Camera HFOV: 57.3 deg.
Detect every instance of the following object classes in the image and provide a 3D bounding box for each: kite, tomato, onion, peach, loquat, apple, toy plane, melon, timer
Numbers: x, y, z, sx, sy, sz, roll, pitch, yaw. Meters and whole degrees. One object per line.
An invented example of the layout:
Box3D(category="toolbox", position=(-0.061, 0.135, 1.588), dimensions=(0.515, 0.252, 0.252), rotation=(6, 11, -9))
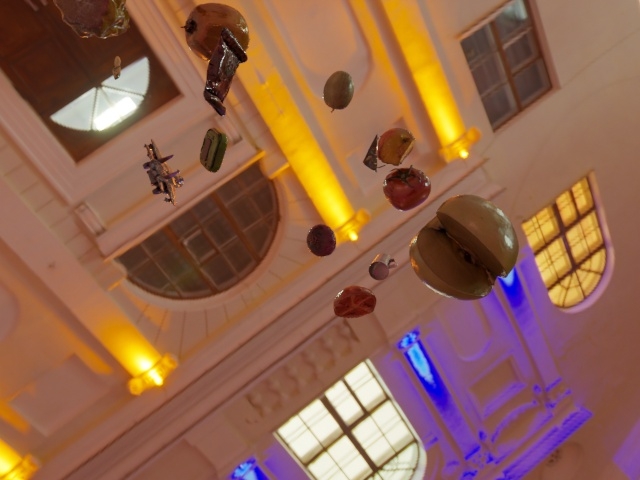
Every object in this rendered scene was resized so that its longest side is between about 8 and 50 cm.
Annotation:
Box3D(category="kite", position=(0.226, -0.358, 2.455), dimensions=(0.010, 0.183, 0.160), rotation=(27, -134, 35))
Box3D(category="tomato", position=(0.113, 0.197, 1.999), dimensions=(0.155, 0.155, 0.069), rotation=(-24, -130, 13))
Box3D(category="onion", position=(0.000, 0.000, 2.011), dimensions=(0.115, 0.104, 0.115), rotation=(-6, -100, 36))
Box3D(category="peach", position=(0.254, -0.321, 1.985), dimensions=(0.151, 0.151, 0.118), rotation=(-28, -138, 6))
Box3D(category="loquat", position=(-0.344, -0.684, 1.933), dimensions=(0.234, 0.187, 0.176), rotation=(2, -164, -26))
Box3D(category="apple", position=(0.391, 0.022, 1.597), dimensions=(0.292, 0.254, 0.292), rotation=(-48, 176, -4))
Box3D(category="toy plane", position=(-0.495, -0.199, 1.877), dimensions=(0.104, 0.223, 0.326), rotation=(-20, 176, -9))
Box3D(category="tomato", position=(0.297, -0.176, 2.039), dimensions=(0.167, 0.167, 0.167), rotation=(-23, -150, 15))
Box3D(category="melon", position=(0.082, -0.676, 2.677), dimensions=(0.139, 0.139, 0.192), rotation=(32, -73, 58))
Box3D(category="timer", position=(-0.360, -0.302, 1.960), dimensions=(0.128, 0.047, 0.140), rotation=(44, -61, 49))

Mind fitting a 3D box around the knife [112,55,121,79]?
Box3D(category="knife", position=(-0.607, -0.514, 1.743), dimensions=(0.030, 0.014, 0.207), rotation=(-33, -144, 3))

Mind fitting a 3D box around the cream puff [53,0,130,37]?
Box3D(category="cream puff", position=(-0.453, -0.483, 1.189), dimensions=(0.146, 0.146, 0.116), rotation=(-20, -165, 20))

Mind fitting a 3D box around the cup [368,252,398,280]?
Box3D(category="cup", position=(0.237, 0.090, 2.149), dimensions=(0.104, 0.074, 0.116), rotation=(-17, -168, 22))

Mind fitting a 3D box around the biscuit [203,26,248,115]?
Box3D(category="biscuit", position=(-0.293, -0.500, 1.766), dimensions=(0.063, 0.151, 0.236), rotation=(16, -100, 12))
